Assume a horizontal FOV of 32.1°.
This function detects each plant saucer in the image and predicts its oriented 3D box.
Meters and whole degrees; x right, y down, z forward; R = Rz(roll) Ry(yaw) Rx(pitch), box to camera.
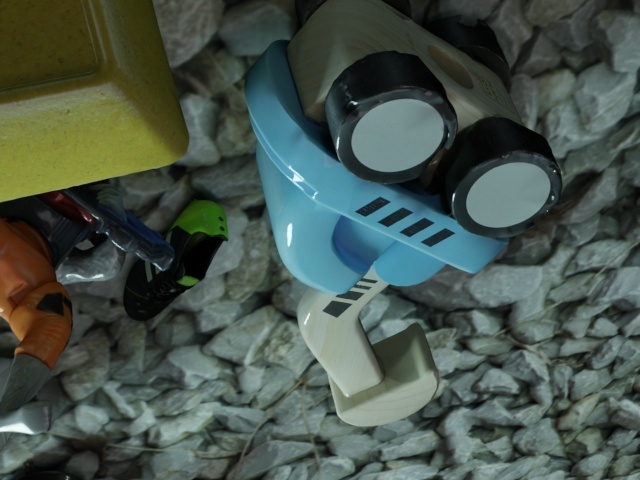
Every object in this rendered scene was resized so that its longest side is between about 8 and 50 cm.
[{"bbox_3d":[-0.283,-0.187,0.771,0.332,0.333,0.081,-14,175,-16],"label":"plant saucer"}]

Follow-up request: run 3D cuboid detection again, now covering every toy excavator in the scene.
[{"bbox_3d":[0.048,-0.008,1.157,0.432,0.222,0.445,24,125,-34],"label":"toy excavator"}]

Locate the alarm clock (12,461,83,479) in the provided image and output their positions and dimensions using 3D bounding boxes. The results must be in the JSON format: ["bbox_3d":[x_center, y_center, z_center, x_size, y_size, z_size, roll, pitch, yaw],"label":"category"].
[{"bbox_3d":[-0.356,0.365,1.444,0.129,0.064,0.192,-14,132,-9],"label":"alarm clock"}]

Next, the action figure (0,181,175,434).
[{"bbox_3d":[-0.309,-0.016,0.954,0.341,0.330,0.178,40,108,-13],"label":"action figure"}]

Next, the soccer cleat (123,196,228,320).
[{"bbox_3d":[-0.159,0.032,1.203,0.060,0.072,0.179,20,122,-34],"label":"soccer cleat"}]

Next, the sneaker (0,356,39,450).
[{"bbox_3d":[-0.368,0.209,1.294,0.082,0.071,0.191,-1,132,-28],"label":"sneaker"}]
